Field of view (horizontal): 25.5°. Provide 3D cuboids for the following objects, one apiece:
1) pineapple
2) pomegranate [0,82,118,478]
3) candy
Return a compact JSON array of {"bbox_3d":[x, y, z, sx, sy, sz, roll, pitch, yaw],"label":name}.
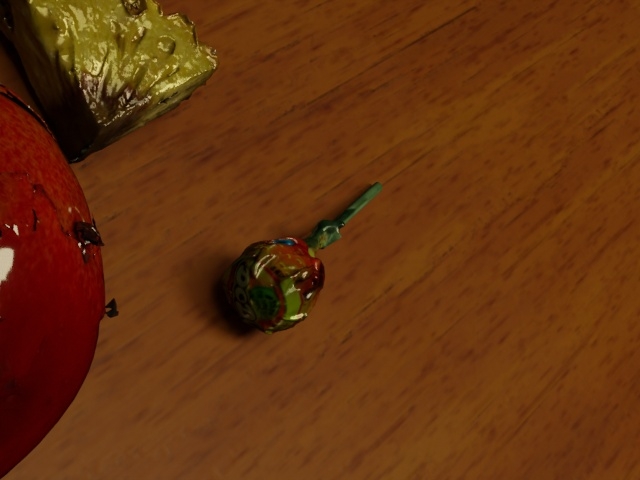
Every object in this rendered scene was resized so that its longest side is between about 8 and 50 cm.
[{"bbox_3d":[-0.133,-0.100,0.835,0.137,0.069,0.116,21,59,-23],"label":"pineapple"},{"bbox_3d":[-0.206,0.014,0.595,0.235,0.210,0.210,22,46,8],"label":"pomegranate"},{"bbox_3d":[0.000,0.000,0.912,0.060,0.060,0.201,54,34,-5],"label":"candy"}]
